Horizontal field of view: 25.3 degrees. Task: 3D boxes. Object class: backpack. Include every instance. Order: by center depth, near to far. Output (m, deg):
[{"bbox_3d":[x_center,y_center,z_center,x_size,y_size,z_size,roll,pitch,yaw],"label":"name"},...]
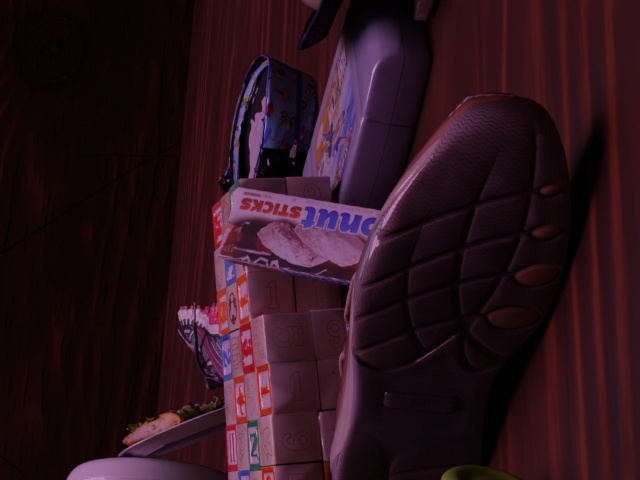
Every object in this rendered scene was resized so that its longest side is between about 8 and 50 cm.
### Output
[{"bbox_3d":[-0.042,-0.116,1.598,0.158,0.116,0.173,-127,45,-76],"label":"backpack"}]

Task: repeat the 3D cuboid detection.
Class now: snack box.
[{"bbox_3d":[0.000,0.000,1.179,0.022,0.178,0.064,35,-112,-57],"label":"snack box"}]

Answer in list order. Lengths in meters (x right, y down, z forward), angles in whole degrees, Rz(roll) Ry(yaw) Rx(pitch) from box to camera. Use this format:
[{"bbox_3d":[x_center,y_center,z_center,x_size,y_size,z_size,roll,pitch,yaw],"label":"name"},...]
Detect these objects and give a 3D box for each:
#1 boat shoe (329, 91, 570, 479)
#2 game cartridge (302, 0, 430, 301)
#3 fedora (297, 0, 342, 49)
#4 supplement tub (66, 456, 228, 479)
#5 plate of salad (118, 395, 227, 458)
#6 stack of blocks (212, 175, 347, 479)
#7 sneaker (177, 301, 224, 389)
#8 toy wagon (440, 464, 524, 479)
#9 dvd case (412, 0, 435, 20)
[{"bbox_3d":[0.068,0.036,0.903,0.116,0.123,0.324,-92,16,-52],"label":"boat shoe"},{"bbox_3d":[0.036,-0.096,1.350,0.198,0.062,0.297,-88,11,-50],"label":"game cartridge"},{"bbox_3d":[-0.006,-0.340,1.281,0.334,0.152,0.334,-155,90,-87],"label":"fedora"},{"bbox_3d":[-0.223,0.460,1.807,0.241,0.241,0.331,121,154,-65],"label":"supplement tub"},{"bbox_3d":[-0.166,0.229,1.813,0.200,0.199,0.048,127,122,-69],"label":"plate of salad"},{"bbox_3d":[-0.030,0.096,1.281,0.171,0.087,0.297,147,120,-70],"label":"stack of blocks"},{"bbox_3d":[-0.121,0.139,1.833,0.299,0.120,0.112,165,111,-78],"label":"sneaker"},{"bbox_3d":[0.080,0.265,0.802,0.344,0.068,0.267,-118,37,-74],"label":"toy wagon"},{"bbox_3d":[0.112,-0.320,1.196,0.221,0.018,0.165,109,166,-49],"label":"dvd case"}]
